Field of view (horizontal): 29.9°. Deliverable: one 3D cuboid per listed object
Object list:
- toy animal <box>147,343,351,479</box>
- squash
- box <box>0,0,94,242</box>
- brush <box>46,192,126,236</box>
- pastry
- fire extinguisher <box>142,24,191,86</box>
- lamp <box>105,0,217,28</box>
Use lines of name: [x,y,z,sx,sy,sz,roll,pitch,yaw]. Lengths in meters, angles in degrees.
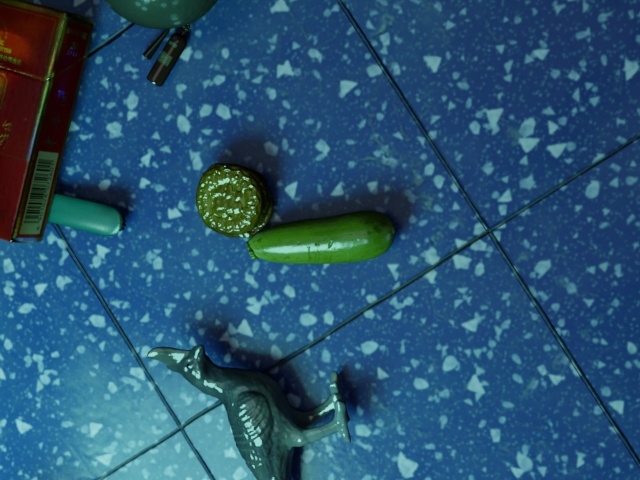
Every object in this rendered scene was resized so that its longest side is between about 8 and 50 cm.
toy animal: [-0.050,0.255,1.582,0.205,0.081,0.367,-30,94,7]
squash: [0.000,0.000,1.566,0.201,0.066,0.066,-7,91,12]
box: [-0.443,-0.172,1.623,0.197,0.089,0.313,16,95,18]
brush: [-0.351,-0.042,1.654,0.193,0.032,0.043,13,97,22]
pastry: [-0.115,-0.053,1.590,0.097,0.057,0.109,-29,86,12]
fire extinguisher: [-0.208,-0.260,1.618,0.046,0.032,0.100,39,101,42]
lamp: [-0.263,-0.378,1.558,0.313,0.182,0.182,15,95,24]
